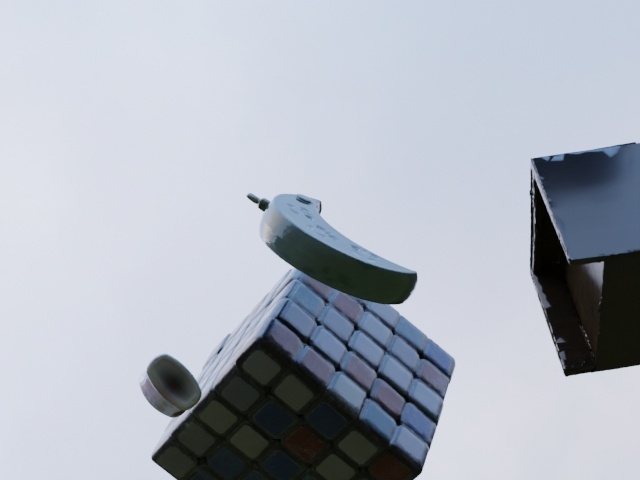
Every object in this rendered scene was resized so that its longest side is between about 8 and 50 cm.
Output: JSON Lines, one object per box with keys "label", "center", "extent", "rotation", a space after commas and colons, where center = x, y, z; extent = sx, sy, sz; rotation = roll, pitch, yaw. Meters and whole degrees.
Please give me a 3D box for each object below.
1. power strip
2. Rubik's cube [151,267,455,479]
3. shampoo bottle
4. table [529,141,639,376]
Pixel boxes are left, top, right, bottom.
{"label": "power strip", "center": [0.000, 0.000, 1.511], "extent": [0.167, 0.253, 0.054], "rotation": [9, -67, -51]}
{"label": "Rubik's cube", "center": [-0.018, 0.238, 1.649], "extent": [0.293, 0.292, 0.287], "rotation": [40, -60, -4]}
{"label": "shampoo bottle", "center": [-0.179, 0.172, 1.345], "extent": [0.043, 0.072, 0.099], "rotation": [-42, 0, -23]}
{"label": "table", "center": [0.319, 0.007, 1.153], "extent": [0.193, 0.172, 0.169], "rotation": [-9, -48, 0]}
